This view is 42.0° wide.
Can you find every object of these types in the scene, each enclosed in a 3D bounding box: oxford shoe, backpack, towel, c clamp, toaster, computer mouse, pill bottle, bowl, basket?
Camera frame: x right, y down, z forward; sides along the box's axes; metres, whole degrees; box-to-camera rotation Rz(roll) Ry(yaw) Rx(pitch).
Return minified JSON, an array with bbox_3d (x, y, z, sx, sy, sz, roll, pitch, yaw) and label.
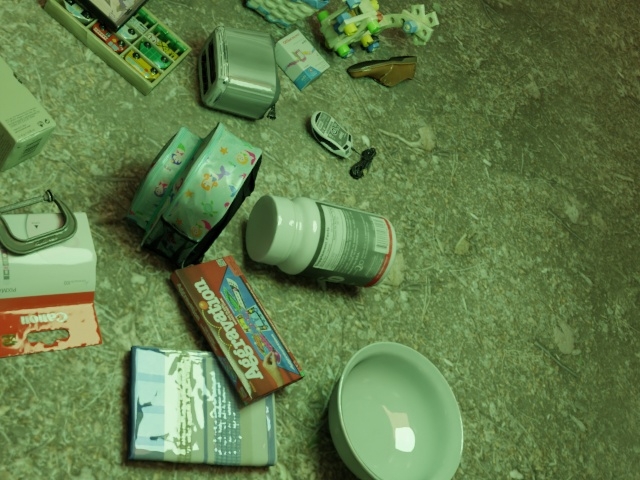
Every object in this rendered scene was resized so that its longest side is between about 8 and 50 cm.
[{"bbox_3d":[0.165,-0.433,2.157,0.212,0.076,0.076,-11,111,-30],"label":"oxford shoe"},{"bbox_3d":[-0.225,-0.097,1.536,0.191,0.253,0.225,37,49,-13],"label":"backpack"},{"bbox_3d":[-0.205,0.293,1.472,0.285,0.034,0.209,11,58,-31],"label":"towel"},{"bbox_3d":[-0.492,-0.045,1.394,0.161,0.022,0.137,-16,74,-41],"label":"c clamp"},{"bbox_3d":[-0.179,-0.361,1.817,0.147,0.129,0.226,7,63,-29],"label":"toaster"},{"bbox_3d":[0.045,-0.231,1.964,0.193,0.042,0.106,39,52,-19],"label":"computer mouse"},{"bbox_3d":[0.000,0.000,1.710,0.283,0.161,0.161,12,58,-31],"label":"pill bottle"},{"bbox_3d":[0.122,0.357,1.609,0.298,0.134,0.297,19,54,-28],"label":"bowl"},{"bbox_3d":[-0.044,-0.671,1.984,0.201,0.289,0.254,23,54,-25],"label":"basket"}]

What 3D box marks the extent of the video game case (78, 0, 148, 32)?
[{"bbox_3d":[-0.448,-0.604,1.715,0.275,0.035,0.248,41,66,-11],"label":"video game case"}]

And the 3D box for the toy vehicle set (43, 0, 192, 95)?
[{"bbox_3d":[-0.419,-0.441,1.744,0.267,0.035,0.166,40,48,-11],"label":"toy vehicle set"}]

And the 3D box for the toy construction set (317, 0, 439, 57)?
[{"bbox_3d":[0.130,-0.548,2.093,0.328,0.215,0.151,-6,69,-39],"label":"toy construction set"}]

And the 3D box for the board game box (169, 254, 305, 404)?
[{"bbox_3d":[-0.154,0.161,1.559,0.145,0.027,0.281,-17,68,-46],"label":"board game box"}]

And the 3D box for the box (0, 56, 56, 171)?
[{"bbox_3d":[-0.597,-0.265,1.457,0.275,0.113,0.094,52,46,-2],"label":"box"}]

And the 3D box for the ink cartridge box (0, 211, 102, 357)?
[{"bbox_3d":[-0.467,0.066,1.398,0.189,0.066,0.232,-4,63,-38],"label":"ink cartridge box"}]

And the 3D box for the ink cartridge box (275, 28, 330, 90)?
[{"bbox_3d":[-0.052,-0.435,2.003,0.122,0.052,0.088,48,47,-2],"label":"ink cartridge box"}]
